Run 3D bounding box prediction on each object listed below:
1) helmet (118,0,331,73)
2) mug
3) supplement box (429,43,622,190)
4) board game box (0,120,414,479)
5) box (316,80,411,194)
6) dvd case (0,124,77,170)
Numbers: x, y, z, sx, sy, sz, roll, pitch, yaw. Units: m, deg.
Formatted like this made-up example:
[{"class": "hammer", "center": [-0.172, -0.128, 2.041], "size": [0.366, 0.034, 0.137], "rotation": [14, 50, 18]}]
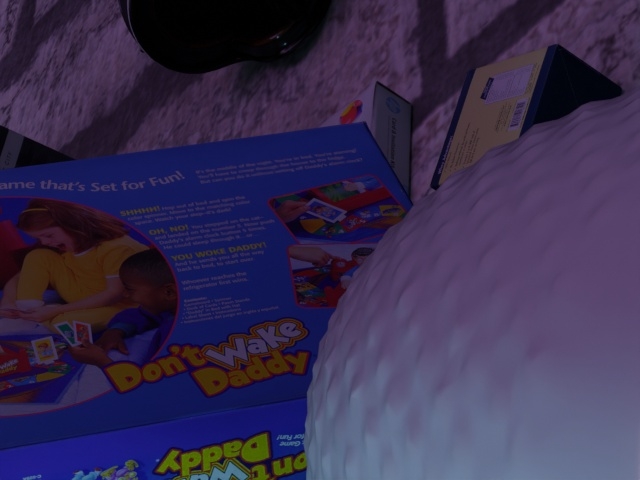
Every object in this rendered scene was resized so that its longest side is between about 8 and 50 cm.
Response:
[{"class": "helmet", "center": [-0.085, -0.222, 1.431], "size": [0.161, 0.169, 0.169], "rotation": [-1, 61, 41]}, {"class": "mug", "center": [0.177, 0.052, 0.649], "size": [0.374, 0.276, 0.328], "rotation": [-35, 12, -19]}, {"class": "supplement box", "center": [0.121, -0.060, 1.035], "size": [0.083, 0.056, 0.083], "rotation": [-11, 54, 56]}, {"class": "board game box", "center": [-0.101, 0.048, 0.976], "size": [0.233, 0.347, 0.078], "rotation": [-117, 25, -48]}, {"class": "box", "center": [0.000, 0.000, 1.202], "size": [0.145, 0.038, 0.186], "rotation": [-37, 36, 36]}, {"class": "dvd case", "center": [-0.151, 0.031, 1.227], "size": [0.018, 0.221, 0.165], "rotation": [-38, 33, 50]}]
